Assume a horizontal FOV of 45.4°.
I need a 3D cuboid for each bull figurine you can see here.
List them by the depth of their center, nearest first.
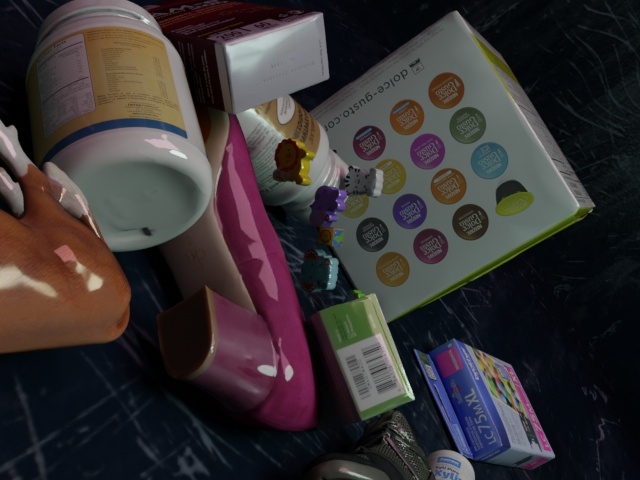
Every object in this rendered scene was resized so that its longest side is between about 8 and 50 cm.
[{"bbox_3d":[-0.245,0.007,0.450,0.310,0.101,0.188,9,49,-62],"label":"bull figurine"}]

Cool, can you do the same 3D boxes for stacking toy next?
[{"bbox_3d":[0.000,0.000,0.923,0.167,0.052,0.221,7,91,-54],"label":"stacking toy"}]

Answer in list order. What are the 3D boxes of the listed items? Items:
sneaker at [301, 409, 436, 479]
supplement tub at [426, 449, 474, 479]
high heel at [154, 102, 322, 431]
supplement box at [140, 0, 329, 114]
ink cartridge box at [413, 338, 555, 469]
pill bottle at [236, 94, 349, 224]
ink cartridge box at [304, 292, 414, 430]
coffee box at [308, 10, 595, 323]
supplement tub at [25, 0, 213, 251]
[{"bbox_3d":[0.045,0.232,0.781,0.227,0.087,0.130,29,26,-44],"label":"sneaker"},{"bbox_3d":[0.144,0.303,0.904,0.071,0.071,0.107,55,21,-3],"label":"supplement tub"},{"bbox_3d":[-0.087,0.011,0.780,0.181,0.127,0.377,40,35,-45],"label":"high heel"},{"bbox_3d":[-0.119,-0.206,0.816,0.130,0.239,0.073,-29,125,-35],"label":"supplement box"},{"bbox_3d":[0.274,0.269,1.249,0.311,0.065,0.186,25,37,-50],"label":"ink cartridge box"},{"bbox_3d":[-0.065,-0.119,0.975,0.229,0.131,0.131,38,28,-39],"label":"pill bottle"},{"bbox_3d":[0.016,0.134,0.799,0.109,0.062,0.209,69,-20,10],"label":"ink cartridge box"},{"bbox_3d":[0.197,-0.102,1.227,0.334,0.337,0.338,61,21,9],"label":"coffee box"},{"bbox_3d":[-0.183,-0.106,0.682,0.144,0.144,0.200,29,34,-49],"label":"supplement tub"}]
